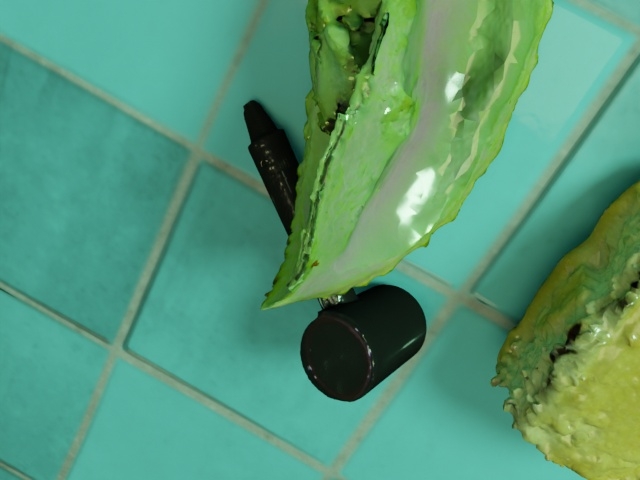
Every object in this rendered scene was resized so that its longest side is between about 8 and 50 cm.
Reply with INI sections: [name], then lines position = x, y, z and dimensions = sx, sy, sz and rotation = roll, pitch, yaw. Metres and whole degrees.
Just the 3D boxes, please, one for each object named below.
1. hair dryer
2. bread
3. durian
[hair dryer]
position = -0.001, 0.000, 0.645
dimensions = 0.070, 0.114, 0.248
rotation = -28, 85, 31
[bread]
position = 0.248, 0.073, 0.577
dimensions = 0.174, 0.121, 0.245
rotation = 26, 116, -7
[durian]
position = 0.059, -0.118, 0.507
dimensions = 0.157, 0.169, 0.355
rotation = 17, 120, 10
